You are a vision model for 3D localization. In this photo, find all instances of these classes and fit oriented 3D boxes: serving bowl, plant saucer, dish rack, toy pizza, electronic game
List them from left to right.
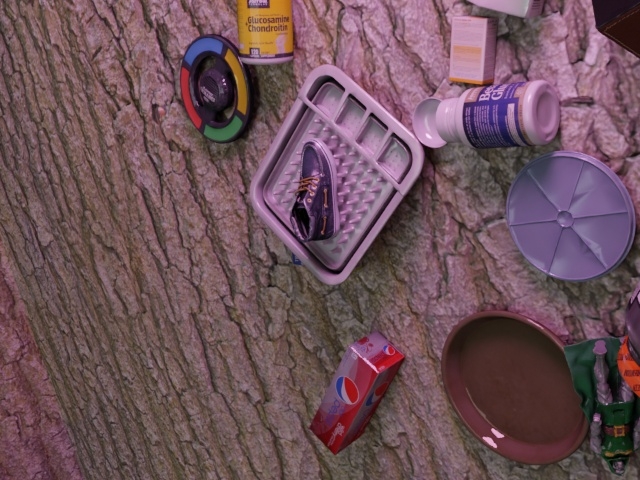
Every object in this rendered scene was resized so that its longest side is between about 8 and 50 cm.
[{"bbox_3d":[-0.221,-0.318,1.594,0.229,0.048,0.229,19,118,39],"label":"electronic game"},{"bbox_3d":[0.031,-0.116,1.372,0.285,0.072,0.333,46,121,22],"label":"dish rack"},{"bbox_3d":[0.193,-0.196,1.246,0.083,0.027,0.083,18,117,39],"label":"serving bowl"},{"bbox_3d":[0.329,0.244,1.274,0.278,0.041,0.278,18,117,39],"label":"plant saucer"},{"bbox_3d":[0.372,-0.036,1.128,0.201,0.032,0.201,17,117,38],"label":"toy pizza"}]

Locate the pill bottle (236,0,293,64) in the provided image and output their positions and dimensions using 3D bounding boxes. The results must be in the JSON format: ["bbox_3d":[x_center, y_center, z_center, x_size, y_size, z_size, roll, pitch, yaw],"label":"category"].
[{"bbox_3d":[-0.103,-0.423,1.396,0.103,0.103,0.184,17,117,40],"label":"pill bottle"}]

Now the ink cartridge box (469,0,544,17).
[{"bbox_3d":[0.236,-0.439,1.094,0.225,0.056,0.181,27,123,33],"label":"ink cartridge box"}]

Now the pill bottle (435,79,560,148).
[{"bbox_3d":[0.262,-0.186,1.134,0.169,0.094,0.094,3,107,44],"label":"pill bottle"}]

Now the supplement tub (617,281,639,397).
[{"bbox_3d":[0.507,0.054,0.903,0.207,0.207,0.338,37,129,29],"label":"supplement tub"}]

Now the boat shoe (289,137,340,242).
[{"bbox_3d":[-0.015,-0.088,1.316,0.065,0.083,0.183,-9,92,38],"label":"boat shoe"}]

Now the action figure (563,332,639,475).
[{"bbox_3d":[0.443,0.254,1.132,0.137,0.063,0.232,-8,112,7],"label":"action figure"}]

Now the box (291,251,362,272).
[{"bbox_3d":[0.000,0.000,1.503,0.178,0.042,0.109,7,110,42],"label":"box"}]

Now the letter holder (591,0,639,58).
[{"bbox_3d":[0.488,-0.327,0.837,0.302,0.214,0.152,-27,54,47],"label":"letter holder"}]

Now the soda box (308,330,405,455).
[{"bbox_3d":[0.069,0.309,1.517,0.083,0.092,0.263,41,130,25],"label":"soda box"}]

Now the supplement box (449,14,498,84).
[{"bbox_3d":[0.235,-0.294,1.160,0.062,0.036,0.098,19,118,39],"label":"supplement box"}]
